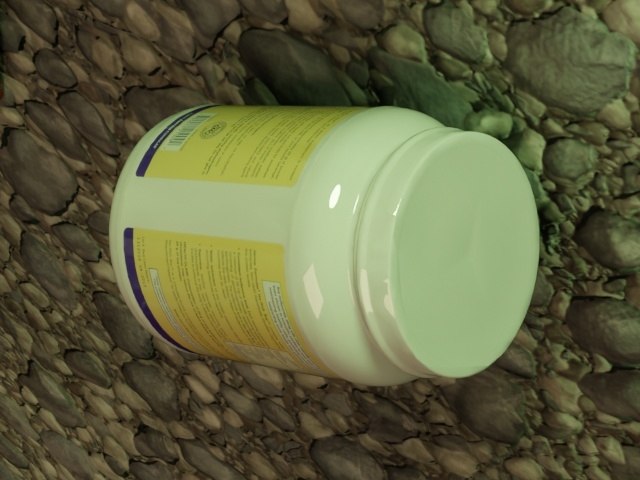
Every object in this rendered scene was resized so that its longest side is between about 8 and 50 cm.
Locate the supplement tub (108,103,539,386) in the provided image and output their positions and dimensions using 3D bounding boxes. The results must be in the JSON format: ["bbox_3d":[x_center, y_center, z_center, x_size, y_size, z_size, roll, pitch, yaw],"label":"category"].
[{"bbox_3d":[0.000,0.000,1.328,0.331,0.241,0.241,6,133,42],"label":"supplement tub"}]

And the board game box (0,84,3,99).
[{"bbox_3d":[-0.500,-0.285,1.647,0.316,0.064,0.242,34,155,12],"label":"board game box"}]
